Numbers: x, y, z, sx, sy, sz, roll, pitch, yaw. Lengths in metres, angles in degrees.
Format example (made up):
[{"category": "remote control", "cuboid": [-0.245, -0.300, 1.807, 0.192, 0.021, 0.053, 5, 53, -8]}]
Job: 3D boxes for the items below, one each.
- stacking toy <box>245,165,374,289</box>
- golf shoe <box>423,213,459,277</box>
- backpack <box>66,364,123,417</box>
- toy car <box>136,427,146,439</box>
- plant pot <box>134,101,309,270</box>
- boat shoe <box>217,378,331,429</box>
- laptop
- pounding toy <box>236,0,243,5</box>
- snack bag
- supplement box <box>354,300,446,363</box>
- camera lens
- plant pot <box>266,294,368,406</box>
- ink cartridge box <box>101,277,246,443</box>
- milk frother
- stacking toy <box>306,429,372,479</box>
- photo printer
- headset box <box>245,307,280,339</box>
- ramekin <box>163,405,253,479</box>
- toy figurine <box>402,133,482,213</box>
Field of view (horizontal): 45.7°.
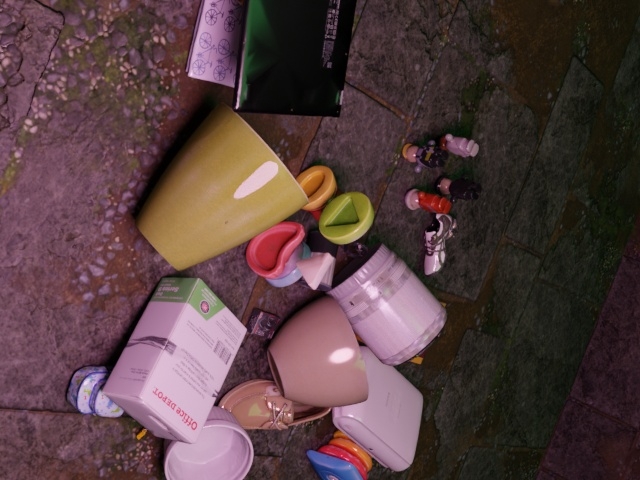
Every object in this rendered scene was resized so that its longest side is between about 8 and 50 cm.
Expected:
[{"category": "stacking toy", "cuboid": [0.000, 0.000, 1.773, 0.309, 0.280, 0.130, -52, 133, -11]}, {"category": "golf shoe", "cuboid": [0.335, 0.011, 2.268, 0.094, 0.077, 0.198, 20, 87, -33]}, {"category": "backpack", "cuboid": [-0.458, 0.313, 1.578, 0.114, 0.084, 0.104, 13, 95, -44]}, {"category": "toy car", "cuboid": [-0.397, 0.382, 1.715, 0.122, 0.060, 0.040, -58, -177, 13]}, {"category": "plant pot", "cuboid": [-0.222, -0.082, 1.553, 0.293, 0.275, 0.274, -42, 133, -5]}, {"category": "boat shoe", "cuboid": [-0.113, 0.424, 1.947, 0.341, 0.110, 0.121, -3, 108, -45]}, {"category": "laptop", "cuboid": [-0.046, -0.467, 1.588, 0.408, 0.236, 0.381, -5, 110, -38]}, {"category": "pounding toy", "cuboid": [-0.181, -0.514, 1.428, 0.270, 0.155, 0.154, 26, 85, -39]}, {"category": "snack bag", "cuboid": [-0.117, -0.471, 1.638, 0.343, 0.037, 0.322, 8, 100, -46]}, {"category": "supplement box", "cuboid": [0.231, 0.232, 2.199, 0.191, 0.129, 0.194, 23, 89, -47]}, {"category": "camera lens", "cuboid": [0.173, 0.170, 1.970, 0.219, 0.219, 0.274, -44, 96, -24]}, {"category": "plant pot", "cuboid": [-0.025, 0.299, 1.899, 0.191, 0.284, 0.284, -18, 120, -13]}, {"category": "ink cartridge box", "cuboid": [-0.304, 0.253, 1.617, 0.211, 0.122, 0.289, 57, 45, -42]}, {"category": "milk frother", "cuboid": [0.035, 0.059, 1.908, 0.129, 0.143, 0.134, 38, 59, -60]}, {"category": "stacking toy", "cuboid": [0.110, 0.577, 2.227, 0.301, 0.175, 0.165, -55, 134, -34]}, {"category": "photo printer", "cuboid": [0.157, 0.464, 2.140, 0.307, 0.107, 0.256, 45, 42, -27]}, {"category": "headset box", "cuboid": [-0.147, 0.206, 1.883, 0.083, 0.032, 0.062, 26, 87, -48]}, {"category": "ramekin", "cuboid": [-0.269, 0.485, 1.776, 0.207, 0.109, 0.207, -8, 116, -18]}, {"category": "toy figurine", "cuboid": [0.335, -0.190, 2.133, 0.213, 0.148, 0.209, -25, 116, -34]}]
